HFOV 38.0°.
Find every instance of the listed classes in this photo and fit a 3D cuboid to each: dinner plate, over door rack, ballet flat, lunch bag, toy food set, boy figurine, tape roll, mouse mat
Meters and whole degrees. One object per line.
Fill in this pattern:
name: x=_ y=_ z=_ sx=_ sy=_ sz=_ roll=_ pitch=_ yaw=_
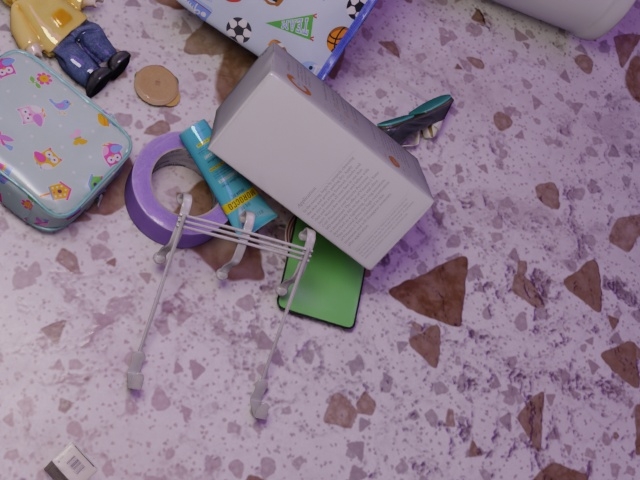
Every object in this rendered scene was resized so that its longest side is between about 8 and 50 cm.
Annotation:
dinner plate: x=0.000 y=0.000 z=1.702 sx=0.141 sy=0.017 sz=0.141 roll=7 pitch=69 yaw=-20
over door rack: x=-0.167 y=0.105 z=1.530 sx=0.239 sy=0.108 sz=0.324 roll=16 pitch=92 yaw=-17
ballet flat: x=0.190 y=-0.226 z=1.833 sx=0.203 sy=0.074 sz=0.074 roll=-28 pitch=84 yaw=-33
lunch bag: x=-0.028 y=-0.520 z=1.670 sx=0.327 sy=0.239 sz=0.385 roll=31 pitch=109 yaw=-9
toy food set: x=-0.295 y=-0.280 z=1.679 sx=0.083 sy=0.020 sz=0.083 roll=-5 pitch=74 yaw=-23
boy figurine: x=-0.457 y=-0.388 z=1.614 sx=0.285 sy=0.092 sz=0.177 roll=47 pitch=65 yaw=-4
lunch bag: x=-0.458 y=-0.164 z=1.525 sx=0.279 sy=0.108 sz=0.224 roll=41 pitch=58 yaw=-6
tape roll: x=-0.237 y=-0.087 z=1.603 sx=0.188 sy=0.080 sz=0.189 roll=7 pitch=70 yaw=-19
mouse mat: x=0.008 y=0.054 z=1.675 sx=0.152 sy=0.007 sz=0.190 roll=18 pitch=68 yaw=-14

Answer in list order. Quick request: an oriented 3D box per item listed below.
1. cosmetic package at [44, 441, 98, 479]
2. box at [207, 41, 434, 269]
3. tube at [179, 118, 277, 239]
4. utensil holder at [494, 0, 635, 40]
cosmetic package: x=-0.371 y=0.340 z=1.382 sx=0.060 sy=0.115 sz=0.041 roll=48 pitch=61 yaw=-2
box: x=0.000 y=-0.146 z=1.578 sx=0.345 sy=0.168 sz=0.215 roll=37 pitch=18 yaw=-17
tube: x=-0.161 y=-0.105 z=1.571 sx=0.080 sy=0.052 sz=0.207 roll=-35 pitch=94 yaw=-15
utensil holder: x=0.453 y=-0.636 z=1.935 sx=0.385 sy=0.327 sz=0.328 roll=17 pitch=67 yaw=-12
